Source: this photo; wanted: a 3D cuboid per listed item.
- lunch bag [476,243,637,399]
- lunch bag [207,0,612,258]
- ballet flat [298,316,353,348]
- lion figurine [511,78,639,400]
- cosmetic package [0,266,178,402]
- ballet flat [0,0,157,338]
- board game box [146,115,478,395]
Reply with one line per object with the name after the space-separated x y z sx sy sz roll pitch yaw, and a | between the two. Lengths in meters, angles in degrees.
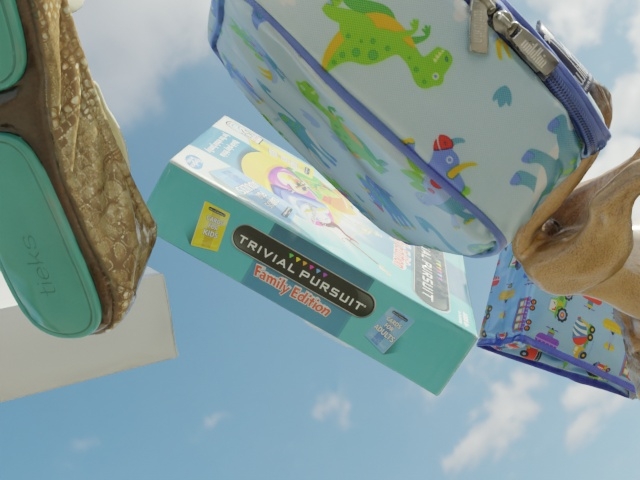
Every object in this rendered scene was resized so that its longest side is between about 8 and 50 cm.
0.415 0.099 1.323 0.293 0.138 0.221 22 -106 -15 | lunch bag
0.025 -0.079 0.430 0.090 0.176 0.219 -48 8 -4 | lunch bag
-0.043 0.044 1.383 0.139 0.400 0.139 -42 -23 -22 | ballet flat
0.280 0.026 0.745 0.392 0.142 0.240 32 -42 -22 | lion figurine
-0.368 0.095 0.891 0.377 0.284 0.097 -12 -78 -24 | cosmetic package
-0.112 -0.060 0.325 0.067 0.073 0.206 -62 -31 -52 | ballet flat
0.000 0.000 0.941 0.336 0.254 0.079 30 -72 -4 | board game box
